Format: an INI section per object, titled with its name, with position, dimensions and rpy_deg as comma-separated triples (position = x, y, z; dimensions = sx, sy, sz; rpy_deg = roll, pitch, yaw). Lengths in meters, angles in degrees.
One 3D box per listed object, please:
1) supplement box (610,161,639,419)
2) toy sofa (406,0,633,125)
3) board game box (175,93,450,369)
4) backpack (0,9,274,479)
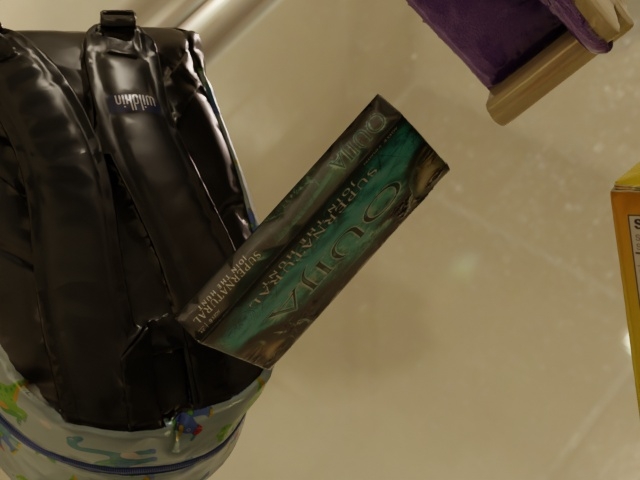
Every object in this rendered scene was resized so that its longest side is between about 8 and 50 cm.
[supplement box]
position = 0.389, 0.088, 1.268
dimensions = 0.194, 0.195, 0.356
rpy_deg = 5, -64, 37
[toy sofa]
position = 0.091, -0.272, 1.270
dimensions = 0.150, 0.177, 0.362
rpy_deg = -38, -75, 27
[board game box]
position = 0.000, 0.000, 0.979
dimensions = 0.026, 0.186, 0.126
rpy_deg = 43, 4, 23
[backpack]
position = -0.171, 0.026, 1.157
dimensions = 0.355, 0.290, 0.273
rpy_deg = 54, -40, 37
